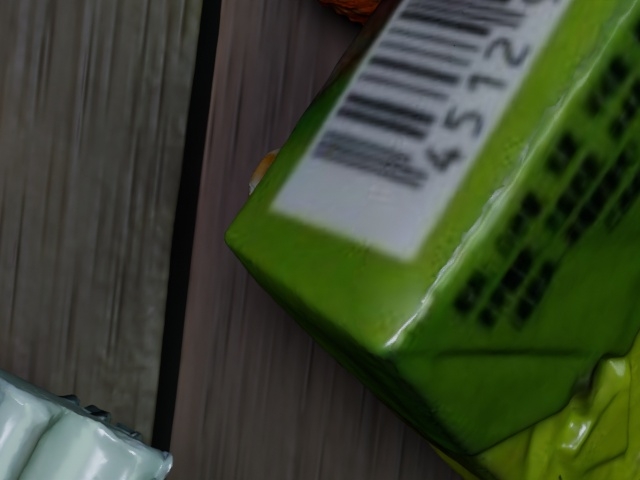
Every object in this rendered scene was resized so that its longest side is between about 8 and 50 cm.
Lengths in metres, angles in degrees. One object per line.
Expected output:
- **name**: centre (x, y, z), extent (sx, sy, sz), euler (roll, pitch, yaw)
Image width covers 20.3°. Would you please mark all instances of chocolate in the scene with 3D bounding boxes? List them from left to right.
- **chocolate**: centre (0.122, -0.029, 0.853), extent (0.301, 0.137, 0.289), euler (-55, 142, -10)

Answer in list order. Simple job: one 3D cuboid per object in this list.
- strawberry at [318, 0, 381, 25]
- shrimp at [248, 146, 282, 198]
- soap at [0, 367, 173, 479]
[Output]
- **strawberry**: centre (0.022, -0.195, 0.844), extent (0.121, 0.082, 0.188), euler (0, 90, -52)
- **shrimp**: centre (0.000, 0.000, 0.893), extent (0.059, 0.023, 0.108), euler (-43, 119, -28)
- **soap**: centre (-0.180, 0.172, 0.736), extent (0.094, 0.150, 0.261), euler (31, 82, -27)
